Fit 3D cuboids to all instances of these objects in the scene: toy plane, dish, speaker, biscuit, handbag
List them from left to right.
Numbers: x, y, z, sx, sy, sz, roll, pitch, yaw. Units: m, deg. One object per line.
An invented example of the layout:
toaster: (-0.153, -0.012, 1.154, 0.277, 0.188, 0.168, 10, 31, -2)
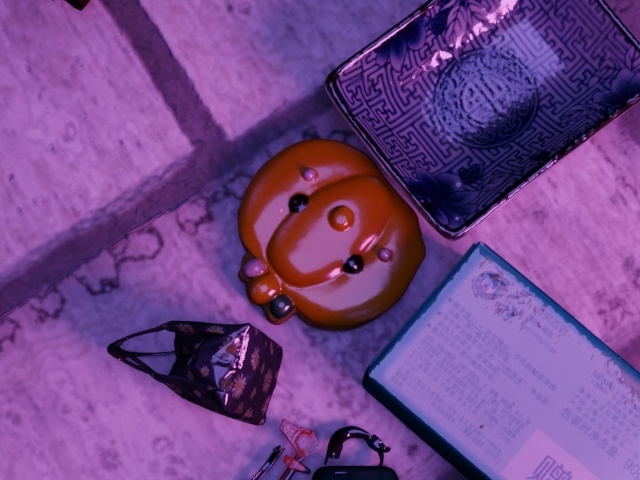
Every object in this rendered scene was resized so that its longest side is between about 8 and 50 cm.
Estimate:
handbag: (-0.112, 0.105, 1.322, 0.139, 0.115, 0.072, 7, 78, 17)
toy plane: (-0.045, 0.220, 1.328, 0.060, 0.037, 0.145, 31, 83, 14)
biscuit: (0.000, -0.001, 1.367, 0.170, 0.050, 0.170, 0, 78, -2)
speaker: (0.029, 0.200, 1.322, 0.075, 0.060, 0.094, 0, 78, -4)
dish: (0.146, -0.130, 1.384, 0.243, 0.080, 0.182, -37, 82, -7)

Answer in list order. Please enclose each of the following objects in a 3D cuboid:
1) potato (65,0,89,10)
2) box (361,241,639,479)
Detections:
potato: (-0.204, -0.265, 1.401, 0.103, 0.066, 0.096, -46, 59, -5)
box: (0.173, 0.138, 1.326, 0.245, 0.092, 0.153, 41, 81, 7)
